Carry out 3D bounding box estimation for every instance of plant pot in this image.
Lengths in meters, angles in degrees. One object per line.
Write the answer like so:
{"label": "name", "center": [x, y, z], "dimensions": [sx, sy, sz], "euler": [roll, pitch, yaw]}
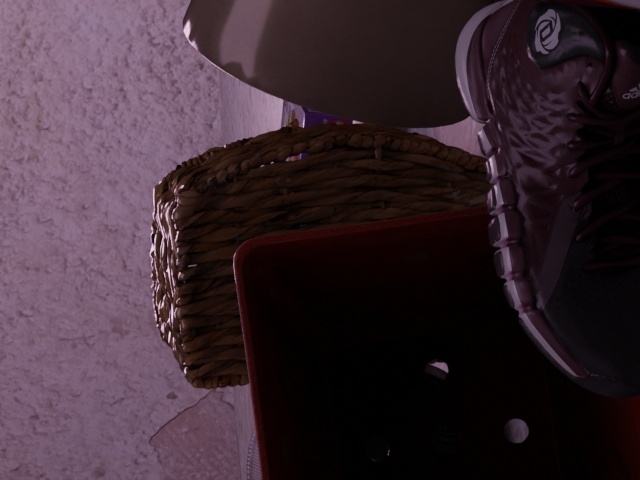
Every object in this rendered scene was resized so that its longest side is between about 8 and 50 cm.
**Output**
{"label": "plant pot", "center": [0.095, 0.134, 1.267], "dimensions": [0.236, 0.267, 0.267], "euler": [72, -170, -78]}
{"label": "plant pot", "center": [0.044, -0.269, 1.402], "dimensions": [0.256, 0.256, 0.274], "euler": [-112, 34, -59]}

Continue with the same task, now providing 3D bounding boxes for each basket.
{"label": "basket", "center": [0.000, 0.000, 1.548], "dimensions": [0.223, 0.299, 0.213], "euler": [-145, 50, -78]}

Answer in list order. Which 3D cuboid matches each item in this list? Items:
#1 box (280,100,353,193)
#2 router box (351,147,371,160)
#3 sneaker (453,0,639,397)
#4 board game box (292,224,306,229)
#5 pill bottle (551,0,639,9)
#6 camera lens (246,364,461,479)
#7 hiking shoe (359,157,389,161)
{"label": "box", "center": [-0.013, -0.072, 1.980], "dimensions": [0.293, 0.057, 0.201], "euler": [-109, 24, -74]}
{"label": "router box", "center": [0.039, -0.033, 2.082], "dimensions": [0.133, 0.046, 0.179], "euler": [116, 147, -74]}
{"label": "sneaker", "center": [0.175, -0.050, 1.088], "dimensions": [0.162, 0.106, 0.281], "euler": [-44, 61, 58]}
{"label": "board game box", "center": [0.020, -0.024, 1.741], "dimensions": [0.194, 0.194, 0.060], "euler": [-133, 38, -74]}
{"label": "pill bottle", "center": [0.125, -0.232, 0.882], "dimensions": [0.392, 0.224, 0.224], "euler": [-135, 41, -76]}
{"label": "camera lens", "center": [0.046, 0.221, 1.652], "dimensions": [0.274, 0.219, 0.219], "euler": [155, 110, -80]}
{"label": "hiking shoe", "center": [0.061, 0.023, 1.925], "dimensions": [0.114, 0.086, 0.227], "euler": [-166, 79, -89]}
